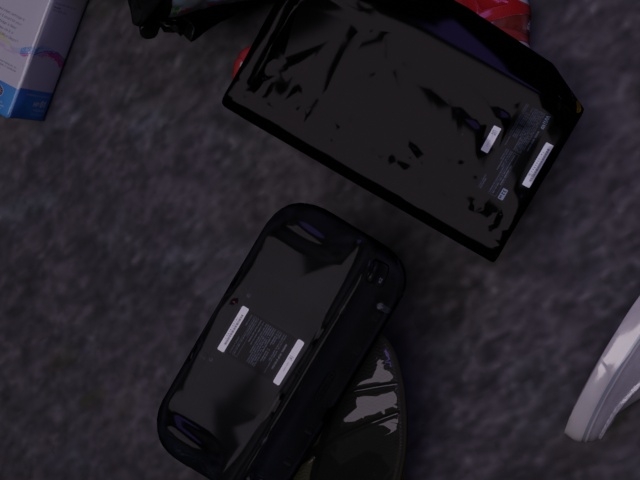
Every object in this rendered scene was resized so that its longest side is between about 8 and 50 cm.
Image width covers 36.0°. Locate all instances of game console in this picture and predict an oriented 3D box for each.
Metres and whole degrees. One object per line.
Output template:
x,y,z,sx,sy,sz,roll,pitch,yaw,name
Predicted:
0.000,0.000,0.662,0.213,0.044,0.361,31,95,10,game console

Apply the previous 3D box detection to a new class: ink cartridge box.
-0.266,-0.177,0.854,0.088,0.052,0.122,28,103,19,ink cartridge box

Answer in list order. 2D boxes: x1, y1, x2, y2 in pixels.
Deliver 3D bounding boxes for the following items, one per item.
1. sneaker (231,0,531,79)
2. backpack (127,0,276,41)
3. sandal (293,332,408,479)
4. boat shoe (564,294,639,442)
0.044,-0.169,0.723,0.221,0.087,0.128,-1,83,10,sneaker
-0.056,-0.233,0.706,0.182,0.115,0.152,-10,90,-12,backpack
0.013,0.199,0.743,0.120,0.086,0.303,3,108,17,sandal
0.233,0.067,0.658,0.063,0.066,0.184,35,95,18,boat shoe
